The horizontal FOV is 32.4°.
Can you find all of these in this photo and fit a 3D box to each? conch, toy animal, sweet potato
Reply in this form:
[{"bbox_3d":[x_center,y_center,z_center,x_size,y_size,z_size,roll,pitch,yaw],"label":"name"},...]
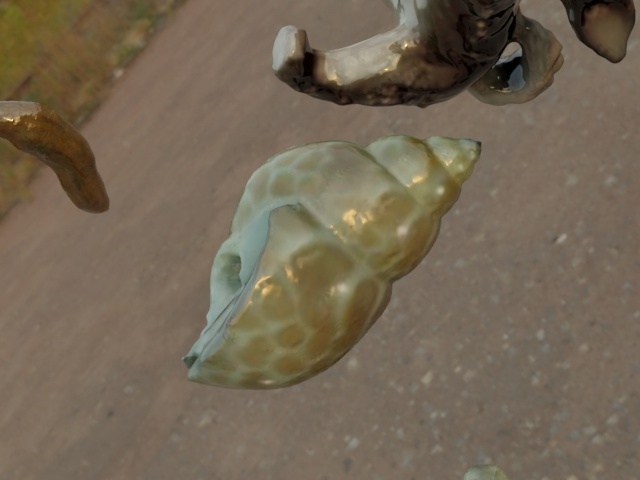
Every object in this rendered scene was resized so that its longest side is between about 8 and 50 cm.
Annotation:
[{"bbox_3d":[-0.005,0.013,0.591,0.173,0.106,0.116,-60,-4,-28],"label":"conch"},{"bbox_3d":[0.164,-0.236,0.933,0.344,0.303,0.194,-30,51,47],"label":"toy animal"},{"bbox_3d":[-0.244,-0.081,1.047,0.053,0.182,0.054,4,61,30],"label":"sweet potato"}]

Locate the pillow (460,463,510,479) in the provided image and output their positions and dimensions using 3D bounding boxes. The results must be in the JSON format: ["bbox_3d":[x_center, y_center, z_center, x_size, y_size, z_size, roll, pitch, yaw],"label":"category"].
[{"bbox_3d":[0.147,0.388,1.069,0.120,0.255,0.322,-5,11,22],"label":"pillow"}]
